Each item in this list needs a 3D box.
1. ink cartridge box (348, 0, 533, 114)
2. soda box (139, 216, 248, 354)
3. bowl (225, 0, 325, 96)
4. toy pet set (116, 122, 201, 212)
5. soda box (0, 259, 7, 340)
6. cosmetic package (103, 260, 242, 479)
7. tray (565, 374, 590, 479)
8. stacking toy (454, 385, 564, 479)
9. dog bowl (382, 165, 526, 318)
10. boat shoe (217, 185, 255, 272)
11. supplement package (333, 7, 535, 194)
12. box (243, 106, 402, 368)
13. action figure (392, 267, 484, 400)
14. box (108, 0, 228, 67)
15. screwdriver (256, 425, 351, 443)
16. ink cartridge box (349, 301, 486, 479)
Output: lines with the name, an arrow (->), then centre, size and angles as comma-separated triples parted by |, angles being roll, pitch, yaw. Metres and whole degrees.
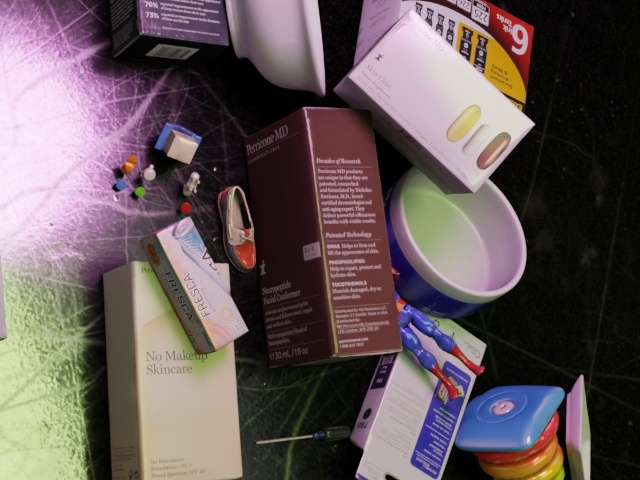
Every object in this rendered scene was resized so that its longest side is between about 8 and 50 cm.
ink cartridge box -> 0.220, -0.307, 1.927 | 0.309, 0.130, 0.272 | 19, 70, -30
soda box -> -0.174, 0.064, 1.479 | 0.063, 0.058, 0.183 | -31, 98, -35
bowl -> -0.075, -0.368, 1.695 | 0.134, 0.298, 0.298 | -6, 81, 4
toy pet set -> -0.239, -0.119, 1.629 | 0.122, 0.065, 0.114 | 21, 103, -26
soda box -> -0.481, -0.002, 1.403 | 0.098, 0.091, 0.286 | -1, 80, -34
cosmetic package -> -0.213, 0.191, 1.529 | 0.160, 0.113, 0.309 | 1, 79, -34
tray -> 0.459, 0.362, 1.903 | 0.270, 0.030, 0.145 | 66, 27, -52
stacking toy -> 0.369, 0.410, 1.864 | 0.175, 0.166, 0.302 | -44, 116, -43
dog bowl -> 0.218, -0.004, 1.830 | 0.265, 0.104, 0.265 | 17, 55, -26
boat shoe -> -0.126, -0.018, 1.678 | 0.049, 0.043, 0.137 | -12, 87, -37
supplement package -> 0.172, -0.212, 1.689 | 0.262, 0.204, 0.145 | 41, 87, -6
box -> 0.000, 0.000, 1.668 | 0.143, 0.191, 0.381 | 0, 78, -34
action figure -> 0.140, 0.132, 1.703 | 0.091, 0.139, 0.280 | -45, 87, 2
box -> -0.238, -0.386, 1.647 | 0.153, 0.108, 0.207 | 2, 78, -34
screwdriver -> -0.024, 0.312, 1.683 | 0.170, 0.024, 0.025 | -5, 53, -33
ink cartridge box -> 0.156, 0.280, 1.787 | 0.165, 0.065, 0.333 | 36, 60, -22
